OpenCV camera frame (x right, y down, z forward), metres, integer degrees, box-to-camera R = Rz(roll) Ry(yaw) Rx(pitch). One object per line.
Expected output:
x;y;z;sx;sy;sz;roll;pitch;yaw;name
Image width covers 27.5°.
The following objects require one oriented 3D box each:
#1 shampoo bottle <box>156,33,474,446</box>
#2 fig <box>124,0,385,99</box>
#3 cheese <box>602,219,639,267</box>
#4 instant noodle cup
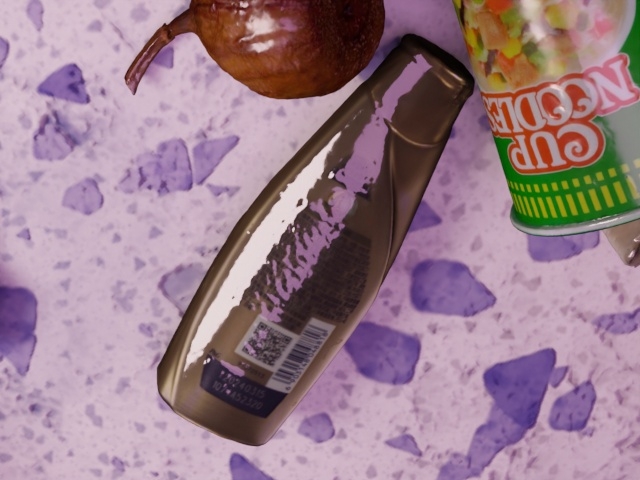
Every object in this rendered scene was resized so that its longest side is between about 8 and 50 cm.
0.000;0.000;1.027;0.126;0.084;0.350;27;108;-18;shampoo bottle
-0.055;-0.164;0.951;0.201;0.146;0.133;-3;93;38;fig
0.362;-0.140;1.002;0.034;0.085;0.400;34;106;-21;cheese
0.187;-0.152;0.936;0.207;0.207;0.232;-25;105;5;instant noodle cup
